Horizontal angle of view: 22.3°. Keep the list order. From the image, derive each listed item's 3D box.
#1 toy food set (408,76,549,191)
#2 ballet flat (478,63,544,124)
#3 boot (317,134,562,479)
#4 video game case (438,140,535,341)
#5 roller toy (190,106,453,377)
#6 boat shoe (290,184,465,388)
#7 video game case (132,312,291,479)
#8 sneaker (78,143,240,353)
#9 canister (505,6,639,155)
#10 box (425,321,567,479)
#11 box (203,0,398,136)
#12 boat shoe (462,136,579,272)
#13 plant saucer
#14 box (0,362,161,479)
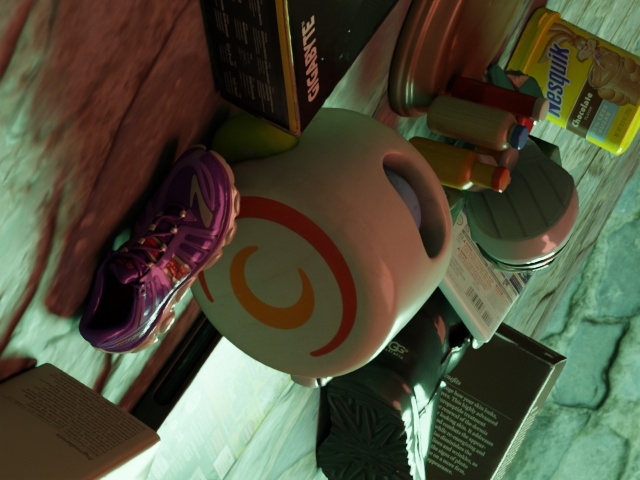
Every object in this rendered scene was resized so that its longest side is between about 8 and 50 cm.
[{"bbox_3d":[0.180,-0.099,1.642,0.232,0.105,0.111,3,104,-64],"label":"toy food set"},{"bbox_3d":[0.197,-0.153,1.854,0.077,0.091,0.241,-19,174,20],"label":"ballet flat"},{"bbox_3d":[0.168,0.110,2.144,0.445,0.146,0.367,-57,166,-29],"label":"boot"},{"bbox_3d":[0.193,-0.010,1.968,0.183,0.023,0.201,-52,122,-27],"label":"video game case"},{"bbox_3d":[0.000,0.000,1.286,0.146,0.191,0.209,-44,157,-47],"label":"roller toy"},{"bbox_3d":[0.060,0.030,1.637,0.109,0.094,0.302,91,22,-51],"label":"boat shoe"},{"bbox_3d":[-0.097,0.146,1.537,0.248,0.035,0.275,-55,163,-17],"label":"video game case"},{"bbox_3d":[-0.118,0.010,1.175,0.170,0.068,0.071,-62,159,7],"label":"sneaker"},{"bbox_3d":[0.319,-0.194,1.986,0.073,0.170,0.126,-28,144,-63],"label":"canister"},{"bbox_3d":[0.189,0.297,2.417,0.381,0.191,0.143,-63,165,10],"label":"box"},{"bbox_3d":[0.016,-0.257,1.103,0.257,0.079,0.322,-56,164,-22],"label":"box"},{"bbox_3d":[0.224,-0.023,1.799,0.335,0.121,0.119,-84,164,-69],"label":"boat shoe"},{"bbox_3d":[0.156,-0.243,1.636,0.278,0.041,0.278,-53,162,-26],"label":"plant saucer"},{"bbox_3d":[-0.223,0.176,1.051,0.275,0.113,0.094,-24,142,-63],"label":"box"}]
